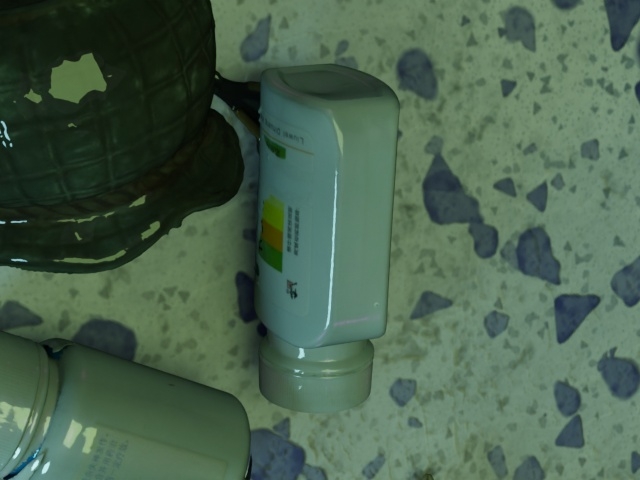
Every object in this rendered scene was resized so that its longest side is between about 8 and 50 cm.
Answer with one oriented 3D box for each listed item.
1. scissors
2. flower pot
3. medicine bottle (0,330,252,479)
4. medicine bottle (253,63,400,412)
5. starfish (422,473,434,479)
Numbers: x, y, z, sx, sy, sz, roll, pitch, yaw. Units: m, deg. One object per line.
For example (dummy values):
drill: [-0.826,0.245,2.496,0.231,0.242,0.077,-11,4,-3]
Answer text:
scissors: [-0.095,-0.141,1.479,0.220,0.017,0.088,26,88,-26]
flower pot: [-0.214,-0.123,1.291,0.301,0.302,0.213,-24,121,-21]
medicine bottle: [-0.200,0.165,1.405,0.258,0.143,0.143,22,88,-29]
medicine bottle: [0.000,0.000,1.460,0.111,0.161,0.296,-9,114,-24]
starfish: [0.095,0.399,1.624,0.293,0.084,0.301,47,74,-20]
